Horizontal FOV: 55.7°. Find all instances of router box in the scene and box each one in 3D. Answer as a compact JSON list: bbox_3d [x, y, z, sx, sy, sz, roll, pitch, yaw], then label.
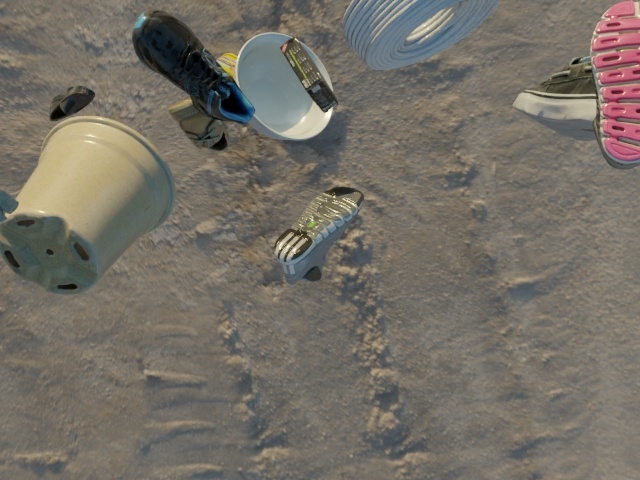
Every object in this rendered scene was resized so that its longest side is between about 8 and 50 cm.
[{"bbox_3d":[-0.020,-0.311,1.141,0.038,0.092,0.122,-33,65,11],"label":"router box"}]

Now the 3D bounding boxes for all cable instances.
[{"bbox_3d":[0.160,-0.361,0.941,0.257,0.257,0.089,-29,84,1],"label":"cable"}]

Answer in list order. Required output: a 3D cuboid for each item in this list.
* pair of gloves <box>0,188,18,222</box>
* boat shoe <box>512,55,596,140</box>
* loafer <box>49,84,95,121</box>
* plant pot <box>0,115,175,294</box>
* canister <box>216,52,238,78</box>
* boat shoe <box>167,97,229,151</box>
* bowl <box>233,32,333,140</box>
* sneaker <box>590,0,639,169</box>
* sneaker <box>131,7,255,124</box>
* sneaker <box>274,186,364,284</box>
[{"bbox_3d":[-0.529,-0.059,0.768,0.240,0.042,0.204,-33,102,13],"label":"pair of gloves"},{"bbox_3d":[0.424,-0.232,0.973,0.121,0.335,0.119,23,101,-12],"label":"boat shoe"},{"bbox_3d":[-0.631,-0.344,1.538,0.062,0.170,0.061,34,57,-39],"label":"loafer"},{"bbox_3d":[-0.533,-0.059,1.346,0.333,0.305,0.334,5,128,7],"label":"plant pot"},{"bbox_3d":[-0.273,-0.505,1.840,0.126,0.170,0.073,29,118,-2],"label":"canister"},{"bbox_3d":[-0.303,-0.305,1.611,0.121,0.341,0.110,-18,90,7],"label":"boat shoe"},{"bbox_3d":[-0.120,-0.392,1.634,0.298,0.134,0.298,8,74,-31],"label":"bowl"},{"bbox_3d":[0.289,-0.142,0.576,0.063,0.075,0.170,0,74,20],"label":"sneaker"},{"bbox_3d":[-0.260,-0.369,1.308,0.125,0.139,0.341,-59,148,-4],"label":"sneaker"},{"bbox_3d":[0.000,0.000,1.165,0.228,0.086,0.132,-40,145,-30],"label":"sneaker"}]
